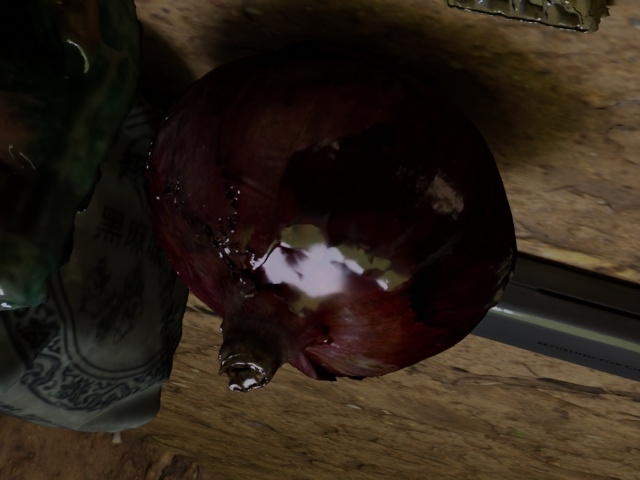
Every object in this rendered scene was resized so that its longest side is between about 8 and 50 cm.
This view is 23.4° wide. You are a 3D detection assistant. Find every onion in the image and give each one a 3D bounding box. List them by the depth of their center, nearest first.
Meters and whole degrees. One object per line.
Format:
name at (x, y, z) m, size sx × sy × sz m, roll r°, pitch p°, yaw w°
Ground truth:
onion at (0.000, 0.000, 0.970) m, size 0.252 × 0.219 × 0.252 m, roll 19°, pitch 155°, yaw 9°

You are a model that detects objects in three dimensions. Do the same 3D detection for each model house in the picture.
model house at (-0.255, -0.107, 0.855) m, size 0.202 × 0.237 × 0.237 m, roll 12°, pitch 165°, yaw 43°

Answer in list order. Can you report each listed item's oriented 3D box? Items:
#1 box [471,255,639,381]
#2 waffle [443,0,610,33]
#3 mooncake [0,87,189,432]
box at (0.227, 0.069, 1.239) m, size 0.244 × 0.055 × 0.103 m, roll 15°, pitch 164°, yaw 9°
waffle at (0.093, -0.144, 0.750) m, size 0.092 × 0.021 × 0.135 m, roll 15°, pitch 164°, yaw 17°
mooncake at (-0.171, 0.007, 1.075) m, size 0.136 × 0.250 × 0.254 m, roll 11°, pitch 173°, yaw 25°
